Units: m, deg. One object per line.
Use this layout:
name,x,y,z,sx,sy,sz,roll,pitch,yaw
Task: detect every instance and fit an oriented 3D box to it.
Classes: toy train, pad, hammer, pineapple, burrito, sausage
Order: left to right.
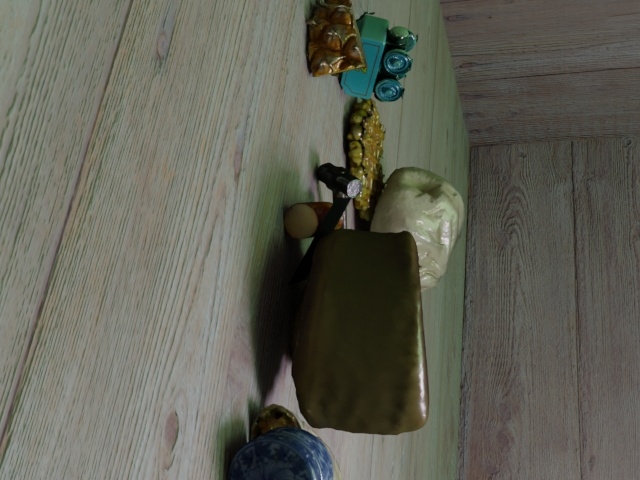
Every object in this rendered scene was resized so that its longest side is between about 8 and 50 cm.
burrito,-0.036,0.394,1.593,0.299,0.105,0.143,57,25,-59
sausage,-0.004,-0.043,1.812,0.234,0.071,0.071,-13,100,-73
pad,0.000,0.000,1.750,0.193,0.004,0.116,-60,168,12
pineapple,0.045,-0.425,1.962,0.186,0.114,0.236,68,22,-49
hammer,0.049,0.014,1.979,0.043,0.111,0.365,-21,123,-30
toy train,0.130,-0.417,2.119,0.203,0.163,0.112,104,-1,-49

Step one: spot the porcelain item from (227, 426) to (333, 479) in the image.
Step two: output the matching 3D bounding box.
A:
porcelain item,-0.061,0.368,1.422,0.114,0.147,0.147,8,80,-74

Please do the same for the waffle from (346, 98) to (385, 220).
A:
waffle,0.117,-0.205,2.282,0.281,0.058,0.301,-51,138,-66

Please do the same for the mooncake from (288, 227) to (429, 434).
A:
mooncake,0.076,0.173,1.686,0.394,0.246,0.393,82,12,-66

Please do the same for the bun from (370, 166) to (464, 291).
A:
bun,0.247,-0.011,2.326,0.360,0.211,0.360,16,90,-77
